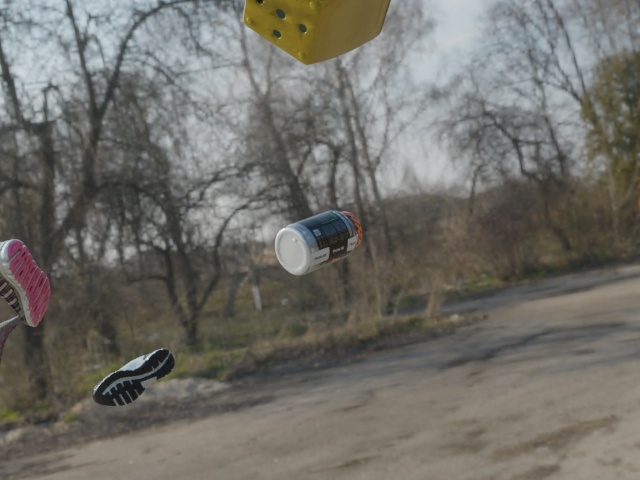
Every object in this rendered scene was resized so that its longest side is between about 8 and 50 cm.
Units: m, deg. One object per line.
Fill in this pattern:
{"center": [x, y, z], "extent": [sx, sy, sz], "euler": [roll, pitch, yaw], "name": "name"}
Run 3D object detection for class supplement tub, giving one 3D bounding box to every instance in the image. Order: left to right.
{"center": [0.000, 0.000, 1.944], "extent": [0.190, 0.117, 0.117], "euler": [-21, 5, -42], "name": "supplement tub"}

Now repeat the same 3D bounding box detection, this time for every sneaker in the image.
{"center": [-0.427, 0.056, 1.181], "extent": [0.074, 0.063, 0.170], "euler": [8, -37, 10], "name": "sneaker"}
{"center": [-0.219, 0.162, 0.992], "extent": [0.043, 0.040, 0.109], "euler": [-18, 5, 44], "name": "sneaker"}

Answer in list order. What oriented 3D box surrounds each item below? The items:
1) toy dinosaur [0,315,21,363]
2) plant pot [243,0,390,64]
{"center": [-0.538, 0.163, 1.235], "extent": [0.200, 0.127, 0.295], "euler": [34, 11, 31], "name": "toy dinosaur"}
{"center": [-0.013, -0.423, 1.430], "extent": [0.187, 0.212, 0.212], "euler": [-47, -13, -32], "name": "plant pot"}
